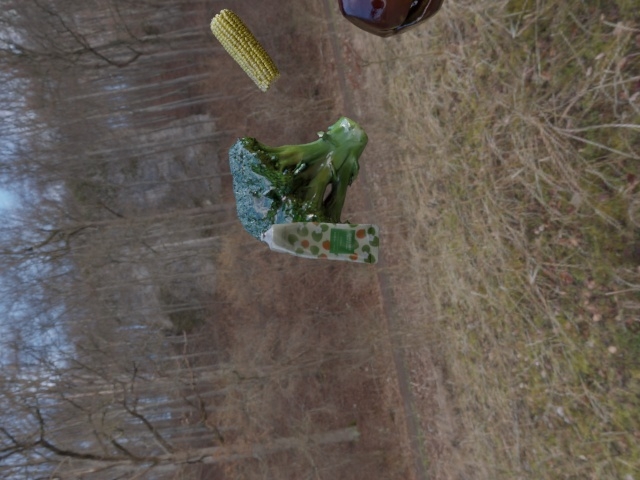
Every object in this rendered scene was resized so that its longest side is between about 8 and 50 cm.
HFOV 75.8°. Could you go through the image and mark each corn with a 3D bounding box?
[{"bbox_3d":[-0.219,-0.562,1.220,0.244,0.093,0.093,48,-163,-21],"label":"corn"}]

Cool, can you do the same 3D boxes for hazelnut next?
[{"bbox_3d":[0.150,-0.530,0.831,0.217,0.252,0.217,29,131,40],"label":"hazelnut"}]

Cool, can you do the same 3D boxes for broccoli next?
[{"bbox_3d":[-0.035,-0.110,0.723,0.254,0.269,0.269,44,170,23],"label":"broccoli"}]

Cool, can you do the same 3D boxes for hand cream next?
[{"bbox_3d":[0.000,0.000,0.575,0.037,0.165,0.057,96,177,-77],"label":"hand cream"}]
